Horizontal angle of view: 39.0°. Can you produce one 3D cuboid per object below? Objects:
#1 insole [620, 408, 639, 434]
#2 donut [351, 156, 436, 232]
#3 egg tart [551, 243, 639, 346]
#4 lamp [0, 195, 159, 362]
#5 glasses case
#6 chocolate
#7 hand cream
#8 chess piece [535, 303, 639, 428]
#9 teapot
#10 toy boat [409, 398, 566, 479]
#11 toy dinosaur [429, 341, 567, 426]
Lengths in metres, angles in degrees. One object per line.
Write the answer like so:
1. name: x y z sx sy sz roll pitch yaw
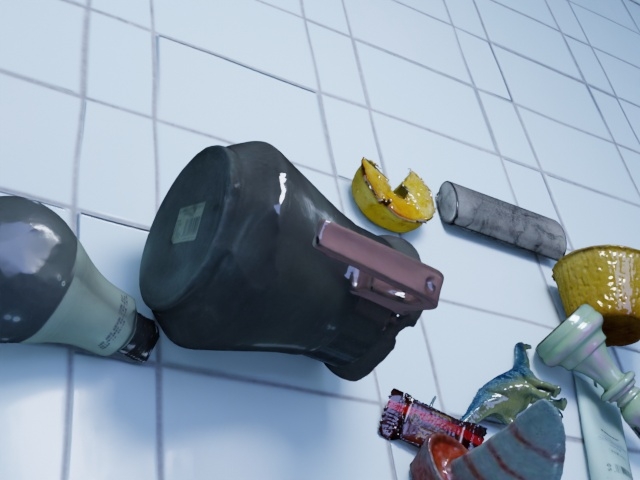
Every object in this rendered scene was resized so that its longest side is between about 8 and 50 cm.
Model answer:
1. insole: 0.671 0.427 1.716 0.110 0.012 0.309 -16 63 -45
2. donut: 0.138 -0.077 1.731 0.181 0.078 0.146 10 48 -40
3. egg tart: 0.571 0.108 1.808 0.215 0.215 0.171 21 57 -22
4. lamp: -0.342 0.080 1.138 0.314 0.182 0.182 45 36 -20
5. glasses case: 0.383 -0.038 1.896 0.299 0.060 0.114 17 41 -26
6. chocolate: 0.177 0.300 1.417 0.182 0.028 0.086 22 68 -10
7. hand cream: 0.517 0.359 1.631 0.109 0.067 0.321 29 35 -11
8. chess piece: 0.534 0.257 1.663 0.272 0.139 0.139 49 40 13
9. teapot: -0.025 0.040 1.275 0.361 0.376 0.306 24 72 -30
10. toy boat: 0.266 0.318 1.283 0.206 0.282 0.096 41 40 3
11. toy dinosaur: 0.326 0.266 1.545 0.147 0.076 0.363 21 30 33
